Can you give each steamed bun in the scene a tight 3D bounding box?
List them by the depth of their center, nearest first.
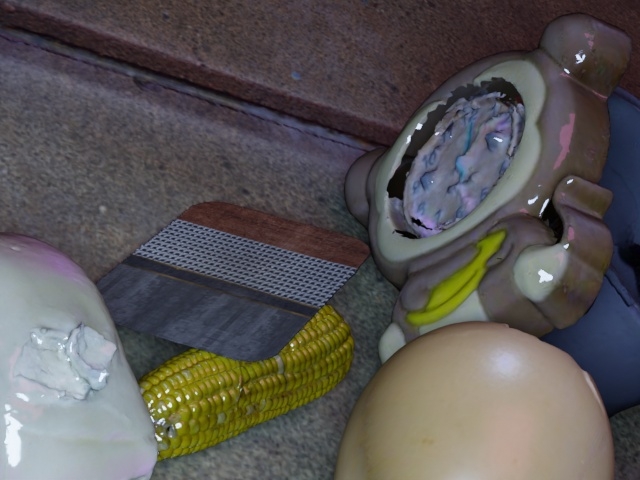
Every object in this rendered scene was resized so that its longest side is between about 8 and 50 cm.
[{"bbox_3d":[-0.206,0.081,1.052,0.170,0.152,0.238,-4,53,-43],"label":"steamed bun"}]

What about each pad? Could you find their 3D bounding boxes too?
[{"bbox_3d":[0.005,0.023,1.242,0.323,0.055,0.250,-3,20,23],"label":"pad"}]

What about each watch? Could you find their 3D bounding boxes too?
[{"bbox_3d":[0.223,0.024,1.402,0.327,0.314,0.335,33,41,-29],"label":"watch"}]

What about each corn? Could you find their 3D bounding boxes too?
[{"bbox_3d":[-0.060,0.106,1.206,0.080,0.080,0.231,47,38,16],"label":"corn"}]

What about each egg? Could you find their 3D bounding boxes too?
[{"bbox_3d":[0.106,0.180,1.150,0.201,0.201,0.244,32,46,-4],"label":"egg"}]
